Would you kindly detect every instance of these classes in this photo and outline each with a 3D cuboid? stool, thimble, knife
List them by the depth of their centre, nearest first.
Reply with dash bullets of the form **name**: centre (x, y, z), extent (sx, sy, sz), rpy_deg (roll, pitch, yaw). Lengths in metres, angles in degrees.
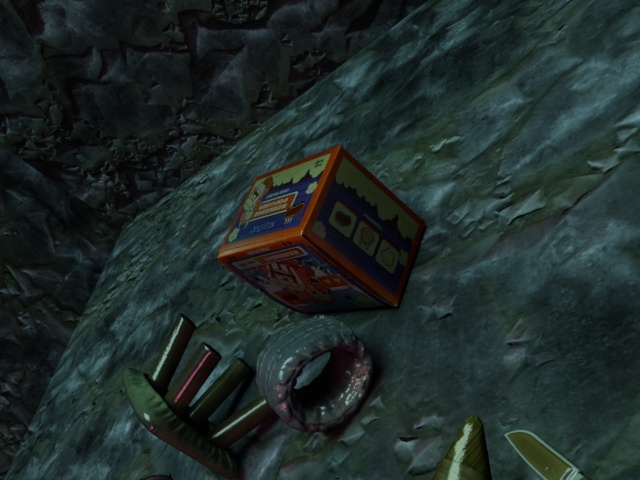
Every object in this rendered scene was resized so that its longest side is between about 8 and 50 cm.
- **knife**: centre (0.354, 0.344, 0.914), extent (0.046, 0.022, 0.256), rpy_deg (-56, 28, 0)
- **thimble**: centre (-0.018, 0.274, 1.338), extent (0.236, 0.205, 0.172), rpy_deg (-51, 27, -6)
- **stool**: centre (-0.283, 0.370, 1.514), extent (0.226, 0.310, 0.310), rpy_deg (-50, 29, -7)

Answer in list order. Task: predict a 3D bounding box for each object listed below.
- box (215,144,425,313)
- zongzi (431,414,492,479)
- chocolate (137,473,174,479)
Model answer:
- **box**: centre (0.000, 0.000, 1.510), extent (0.348, 0.318, 0.257), rpy_deg (-11, 50, 49)
- **zongzi**: centre (0.219, 0.423, 0.836), extent (0.286, 0.134, 0.289), rpy_deg (44, 117, 57)
- **chocolate**: centre (-0.387, 0.667, 1.460), extent (0.147, 0.221, 0.221), rpy_deg (20, 73, 45)
